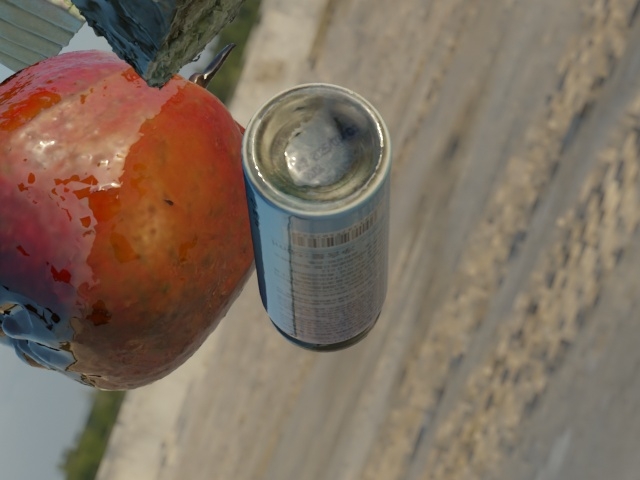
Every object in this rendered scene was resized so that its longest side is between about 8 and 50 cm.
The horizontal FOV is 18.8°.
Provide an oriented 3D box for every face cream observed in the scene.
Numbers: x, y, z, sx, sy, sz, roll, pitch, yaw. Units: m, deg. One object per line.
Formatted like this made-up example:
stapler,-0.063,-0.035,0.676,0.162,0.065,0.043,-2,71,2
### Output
face cream,0.000,0.000,1.028,0.229,0.075,0.075,89,-162,-67

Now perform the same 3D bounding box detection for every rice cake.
rice cake,-0.326,-0.227,1.823,0.189,0.198,0.037,-34,40,58

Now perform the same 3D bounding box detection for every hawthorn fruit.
hawthorn fruit,-0.148,-0.045,1.442,0.300,0.254,0.254,-55,-1,-20

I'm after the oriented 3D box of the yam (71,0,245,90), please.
yam,-0.112,-0.210,0.971,0.154,0.254,0.154,-37,9,7
